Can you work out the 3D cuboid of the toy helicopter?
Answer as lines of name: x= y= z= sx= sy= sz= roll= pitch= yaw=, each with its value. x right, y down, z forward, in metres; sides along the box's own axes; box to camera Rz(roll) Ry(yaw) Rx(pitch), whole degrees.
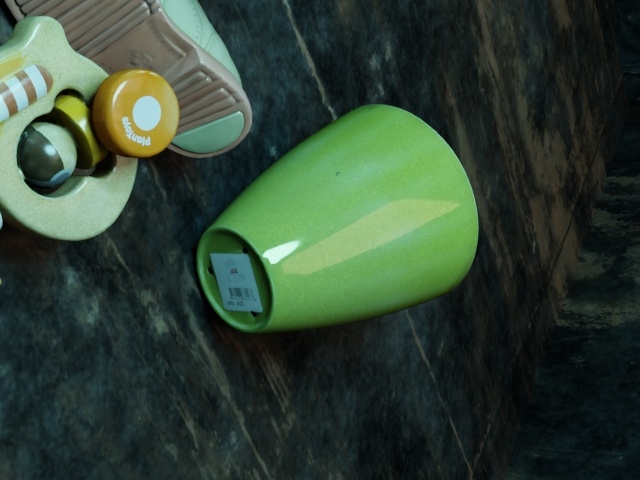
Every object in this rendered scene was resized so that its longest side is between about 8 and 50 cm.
toy helicopter: x=-0.309 y=-0.110 z=1.010 sx=0.355 sy=0.140 sz=0.235 roll=37 pitch=71 yaw=-40

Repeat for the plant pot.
plant pot: x=0.000 y=0.000 z=1.435 sx=0.293 sy=0.275 sz=0.274 roll=-26 pitch=113 yaw=-41

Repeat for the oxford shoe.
oxford shoe: x=-0.216 y=-0.250 z=1.189 sx=0.397 sy=0.140 sz=0.146 roll=53 pitch=17 yaw=-43
